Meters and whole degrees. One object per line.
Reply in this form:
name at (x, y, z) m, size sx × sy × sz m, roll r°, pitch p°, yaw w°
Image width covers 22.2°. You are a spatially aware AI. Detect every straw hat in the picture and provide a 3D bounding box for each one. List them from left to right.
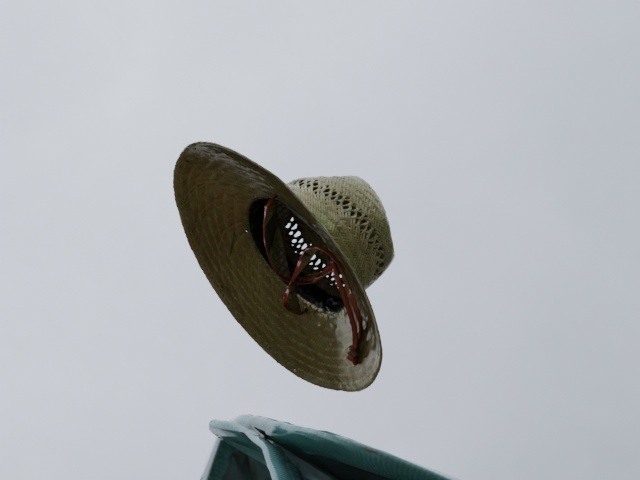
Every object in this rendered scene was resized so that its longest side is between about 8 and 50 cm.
straw hat at (0.000, 0.000, 0.762) m, size 0.061 × 0.144 × 0.144 m, roll -36°, pitch -33°, yaw -26°

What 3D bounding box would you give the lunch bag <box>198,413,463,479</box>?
lunch bag at (0.067, 0.157, 0.434) m, size 0.223 × 0.262 × 0.160 m, roll 19°, pitch -63°, yaw -13°
